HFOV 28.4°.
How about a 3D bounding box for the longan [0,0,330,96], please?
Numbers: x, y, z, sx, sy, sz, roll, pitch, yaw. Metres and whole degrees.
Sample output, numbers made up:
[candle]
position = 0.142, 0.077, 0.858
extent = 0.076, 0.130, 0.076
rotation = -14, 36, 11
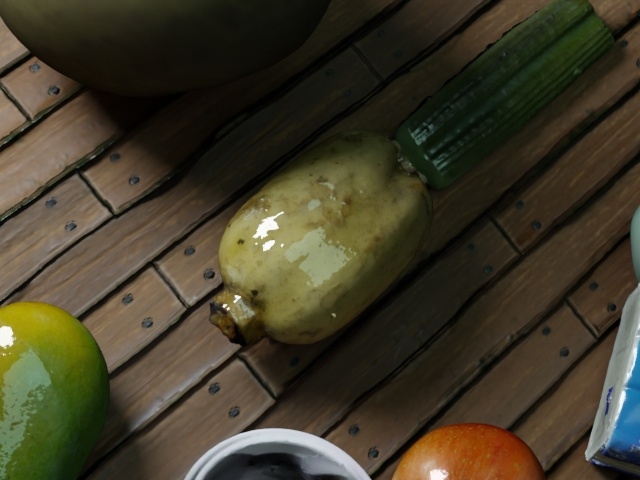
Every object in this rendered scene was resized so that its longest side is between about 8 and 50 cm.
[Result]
[longan]
position = -0.144, -0.299, 1.197
extent = 0.361, 0.361, 0.361
rotation = 5, 73, -16

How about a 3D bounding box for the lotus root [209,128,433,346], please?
[lotus root]
position = 0.000, 0.000, 1.273
extent = 0.160, 0.146, 0.284
rotation = 42, 69, 17

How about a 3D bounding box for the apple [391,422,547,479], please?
[apple]
position = 0.147, 0.257, 1.239
extent = 0.163, 0.163, 0.139
rotation = 35, 54, -5

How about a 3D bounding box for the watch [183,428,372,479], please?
[watch]
position = -0.022, 0.304, 1.184
extent = 0.244, 0.196, 0.231
rotation = -11, 57, -20

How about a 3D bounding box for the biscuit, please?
[biscuit]
position = 0.213, -0.178, 1.449
extent = 0.322, 0.038, 0.099
rotation = -39, 91, -23

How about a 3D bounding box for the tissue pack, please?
[tissue pack]
position = 0.441, 0.174, 1.333
extent = 0.269, 0.137, 0.209
rotation = 20, 75, 3

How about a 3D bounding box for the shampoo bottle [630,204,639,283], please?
[shampoo bottle]
position = 0.481, -0.028, 1.318
extent = 0.222, 0.349, 0.151
rotation = 8, 73, -14

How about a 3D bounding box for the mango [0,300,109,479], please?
[mango]
position = -0.283, 0.179, 1.156
extent = 0.156, 0.114, 0.251
rotation = 19, 82, -22
